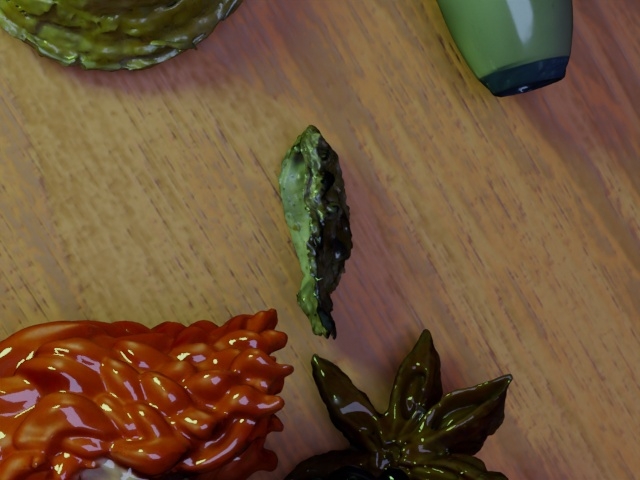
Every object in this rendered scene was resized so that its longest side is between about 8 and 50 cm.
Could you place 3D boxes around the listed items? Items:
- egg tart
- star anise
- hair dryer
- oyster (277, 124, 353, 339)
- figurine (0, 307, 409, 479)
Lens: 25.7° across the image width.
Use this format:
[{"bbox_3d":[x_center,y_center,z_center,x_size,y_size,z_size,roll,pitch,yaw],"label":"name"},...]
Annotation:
[{"bbox_3d":[-0.162,-0.276,1.079,0.294,0.116,0.295,-2,99,-9],"label":"egg tart"},{"bbox_3d":[0.068,0.173,1.148,0.212,0.111,0.196,-25,75,24],"label":"star anise"},{"bbox_3d":[0.186,-0.305,1.194,0.298,0.119,0.296,-36,98,-25],"label":"hair dryer"},{"bbox_3d":[-0.001,-0.008,1.141,0.056,0.105,0.177,-8,70,0],"label":"oyster"},{"bbox_3d":[-0.093,0.224,1.022,0.306,0.241,0.412,-39,81,1],"label":"figurine"}]
